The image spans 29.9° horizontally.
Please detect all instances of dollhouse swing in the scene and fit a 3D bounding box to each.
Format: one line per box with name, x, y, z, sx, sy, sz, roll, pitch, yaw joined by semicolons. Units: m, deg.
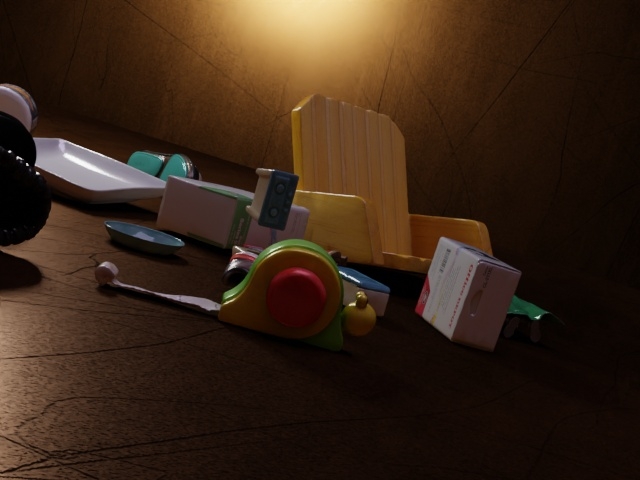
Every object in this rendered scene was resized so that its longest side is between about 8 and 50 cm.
dollhouse swing;0.134;-0.097;2.181;0.347;0.304;0.315;11;-3;-44

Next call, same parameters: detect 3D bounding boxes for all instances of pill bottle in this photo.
pill bottle;-0.637;-0.249;2.406;0.131;0.130;0.246;15;6;-12

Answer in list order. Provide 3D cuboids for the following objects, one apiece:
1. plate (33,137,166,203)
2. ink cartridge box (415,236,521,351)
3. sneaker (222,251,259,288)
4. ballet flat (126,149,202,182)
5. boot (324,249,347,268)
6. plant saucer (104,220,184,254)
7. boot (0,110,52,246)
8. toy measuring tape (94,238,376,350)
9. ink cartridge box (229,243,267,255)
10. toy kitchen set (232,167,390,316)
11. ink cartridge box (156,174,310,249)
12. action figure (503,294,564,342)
plate;-0.435;-0.119;2.096;0.278;0.045;0.277;22;11;21
ink cartridge box;0.216;0.078;1.780;0.072;0.127;0.175;17;7;-16
sneaker;-0.058;0.069;1.566;0.158;0.061;0.065;17;33;15
ballet flat;-0.299;-0.131;2.455;0.096;0.095;0.280;27;-1;-35
boot;-0.008;0.040;1.887;0.085;0.059;0.158;14;-2;7
plant saucer;-0.256;-0.001;1.729;0.119;0.021;0.119;17;6;-2
boot;-0.419;-0.083;1.499;0.260;0.131;0.348;12;14;29
toy measuring tape;-0.089;0.039;1.398;0.330;0.121;0.121;16;6;-5
ink cartridge box;-0.090;0.028;1.870;0.063;0.029;0.115;12;8;-32
toy kitchen set;0.000;0.000;1.720;0.207;0.166;0.122;13;7;-29
ink cartridge box;-0.142;-0.038;1.997;0.154;0.093;0.212;17;7;33
action figure;0.297;0.109;2.007;0.137;0.063;0.232;13;11;-15
